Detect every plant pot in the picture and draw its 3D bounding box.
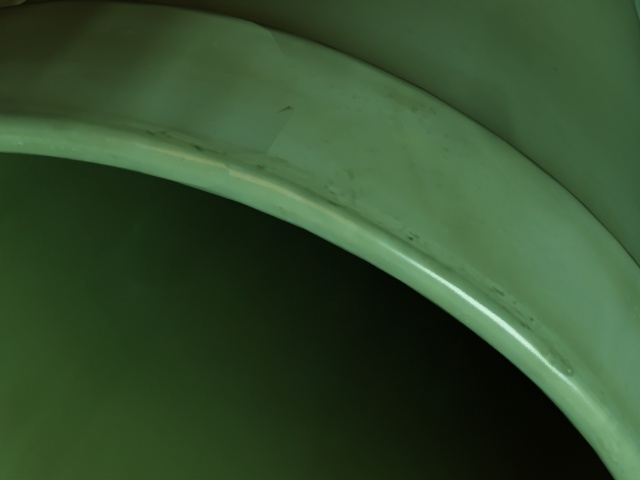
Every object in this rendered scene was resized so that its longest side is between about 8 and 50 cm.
[{"bbox_3d":[0.000,0.000,0.576,0.323,0.323,0.280,16,47,11],"label":"plant pot"}]
